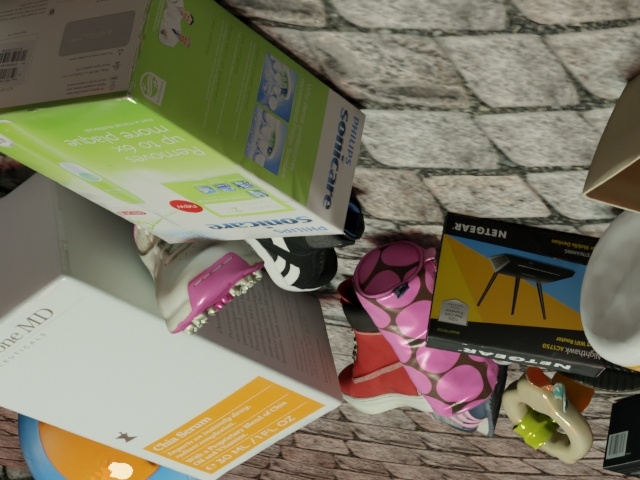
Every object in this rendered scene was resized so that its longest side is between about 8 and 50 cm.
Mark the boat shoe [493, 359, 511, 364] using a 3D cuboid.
[{"bbox_3d":[0.209,0.064,1.734,0.076,0.083,0.226,25,150,-2],"label":"boat shoe"}]

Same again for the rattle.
[{"bbox_3d":[0.300,0.173,1.923,0.130,0.143,0.199,47,162,37],"label":"rattle"}]

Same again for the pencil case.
[{"bbox_3d":[0.121,0.097,1.733,0.098,0.095,0.209,-26,126,11],"label":"pencil case"}]

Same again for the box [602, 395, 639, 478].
[{"bbox_3d":[0.519,0.260,2.080,0.184,0.103,0.261,20,159,-17],"label":"box"}]

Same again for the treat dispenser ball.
[{"bbox_3d":[-0.267,0.246,2.177,0.288,0.288,0.288,10,162,3],"label":"treat dispenser ball"}]

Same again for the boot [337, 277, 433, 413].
[{"bbox_3d":[0.058,0.119,1.922,0.176,0.088,0.244,52,156,-12],"label":"boot"}]

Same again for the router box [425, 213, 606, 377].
[{"bbox_3d":[0.202,0.055,1.596,0.179,0.133,0.046,9,162,2],"label":"router box"}]

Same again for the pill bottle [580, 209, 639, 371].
[{"bbox_3d":[0.397,0.072,1.496,0.278,0.162,0.162,19,160,-23],"label":"pill bottle"}]

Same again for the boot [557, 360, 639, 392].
[{"bbox_3d":[0.377,0.158,1.911,0.198,0.077,0.137,8,167,12],"label":"boot"}]

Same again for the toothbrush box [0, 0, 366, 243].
[{"bbox_3d":[-0.129,-0.103,1.332,0.206,0.122,0.283,-3,159,36],"label":"toothbrush box"}]

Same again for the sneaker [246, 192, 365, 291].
[{"bbox_3d":[0.000,0.000,1.627,0.121,0.079,0.217,3,159,27],"label":"sneaker"}]

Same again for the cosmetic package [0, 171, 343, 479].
[{"bbox_3d":[-0.208,0.109,1.819,0.230,0.161,0.453,-34,140,26],"label":"cosmetic package"}]

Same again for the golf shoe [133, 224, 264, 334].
[{"bbox_3d":[-0.137,0.013,1.576,0.140,0.115,0.306,53,173,-5],"label":"golf shoe"}]

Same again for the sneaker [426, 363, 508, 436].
[{"bbox_3d":[0.166,0.171,2.002,0.131,0.112,0.319,13,158,9],"label":"sneaker"}]

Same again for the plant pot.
[{"bbox_3d":[0.275,-0.079,1.215,0.109,0.096,0.109,14,161,-13],"label":"plant pot"}]
